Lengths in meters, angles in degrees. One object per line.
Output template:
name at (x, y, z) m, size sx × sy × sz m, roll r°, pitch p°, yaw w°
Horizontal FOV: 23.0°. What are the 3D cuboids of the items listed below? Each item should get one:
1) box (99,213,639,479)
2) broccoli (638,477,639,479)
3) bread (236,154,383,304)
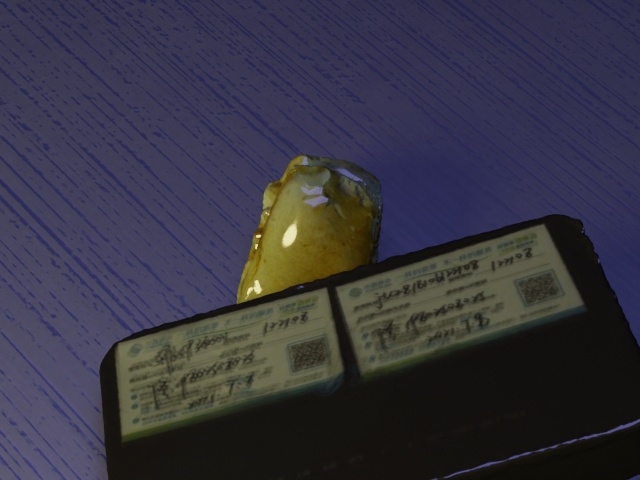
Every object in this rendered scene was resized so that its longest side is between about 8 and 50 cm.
box at (0.032, 0.104, 1.030) m, size 0.350 × 0.058 × 0.211 m, roll -16°, pitch 40°, yaw 2°
broccoli at (0.278, 0.254, 0.862) m, size 0.321 × 0.283 × 0.303 m, roll 30°, pitch 32°, yaw -6°
bread at (0.000, 0.003, 1.151) m, size 0.103 × 0.110 × 0.156 m, roll 12°, pitch 52°, yaw -4°
